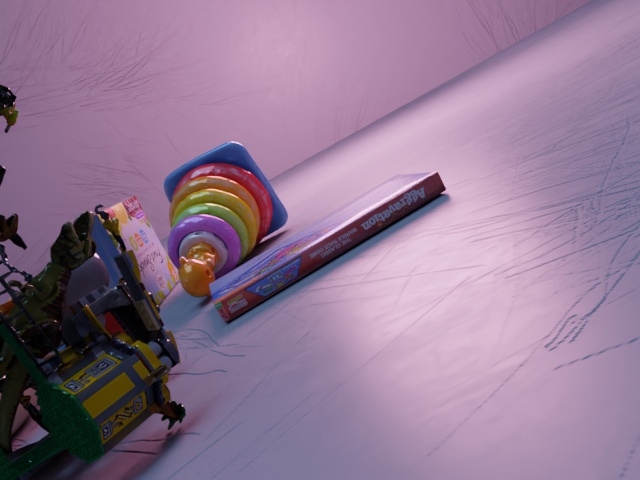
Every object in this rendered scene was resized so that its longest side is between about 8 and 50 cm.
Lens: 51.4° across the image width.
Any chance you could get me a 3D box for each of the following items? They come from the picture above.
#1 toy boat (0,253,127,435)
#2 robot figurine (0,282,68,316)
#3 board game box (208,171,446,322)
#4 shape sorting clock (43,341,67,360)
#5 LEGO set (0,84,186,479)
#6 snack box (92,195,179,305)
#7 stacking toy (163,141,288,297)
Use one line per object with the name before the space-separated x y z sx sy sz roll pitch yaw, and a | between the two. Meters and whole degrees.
toy boat | -0.357 0.138 0.734 0.318 0.148 0.267 -30 10 -4
robot figurine | -0.478 0.149 0.964 0.291 0.085 0.211 -33 14 3
board game box | 0.000 0.000 0.778 0.281 0.027 0.145 -31 9 -8
shape sorting clock | -0.433 0.192 0.988 0.206 0.040 0.206 -29 10 6
LEGO set | -0.223 0.027 0.548 0.192 0.331 0.255 -38 -7 -48
snack box | -0.318 0.029 1.091 0.070 0.174 0.207 -25 10 6
stacking toy | -0.161 -0.003 0.980 0.166 0.175 0.302 -27 24 14
